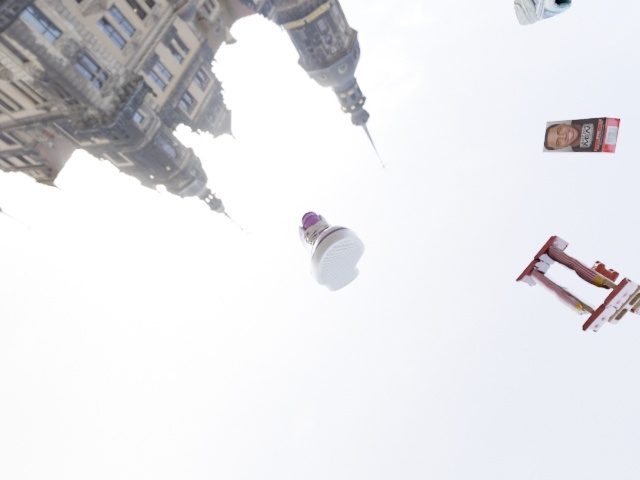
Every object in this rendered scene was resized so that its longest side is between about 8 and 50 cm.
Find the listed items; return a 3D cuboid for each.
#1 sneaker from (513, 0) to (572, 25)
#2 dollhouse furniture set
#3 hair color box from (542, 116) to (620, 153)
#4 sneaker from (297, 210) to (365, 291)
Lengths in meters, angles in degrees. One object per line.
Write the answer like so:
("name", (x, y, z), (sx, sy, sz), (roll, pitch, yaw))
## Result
("sneaker", (0.489, -0.607, 0.925), (0.122, 0.283, 0.110), (11, -94, 43))
("dollhouse furniture set", (0.721, 0.131, 1.109), (0.152, 0.374, 0.201), (-59, -136, 17))
("hair color box", (0.549, -0.221, 0.880), (0.141, 0.043, 0.071), (-152, -118, -67))
("sneaker", (-0.001, 0.001, 0.795), (0.102, 0.282, 0.161), (-29, -107, -8))
